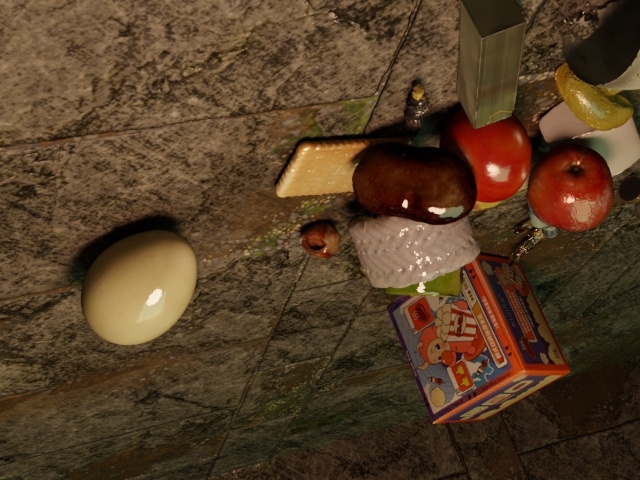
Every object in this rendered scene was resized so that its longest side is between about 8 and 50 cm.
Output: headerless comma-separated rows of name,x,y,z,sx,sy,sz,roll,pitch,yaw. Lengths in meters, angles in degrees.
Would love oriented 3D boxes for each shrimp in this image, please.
shrimp,0.517,-0.003,2.430,0.147,0.035,0.195,3,136,-48

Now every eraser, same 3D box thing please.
eraser,0.570,-0.213,1.986,0.174,0.095,0.270,-23,155,18

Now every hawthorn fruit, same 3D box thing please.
hawthorn fruit,0.498,-0.107,1.889,0.172,0.173,0.173,-17,155,-8

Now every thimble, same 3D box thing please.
thimble,0.187,-0.010,1.940,0.245,0.157,0.217,-15,-169,23

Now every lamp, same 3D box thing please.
lamp,0.836,-0.099,2.405,0.214,0.121,0.121,22,133,-37

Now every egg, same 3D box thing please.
egg,-0.332,0.084,1.768,0.253,0.189,0.188,-40,150,23

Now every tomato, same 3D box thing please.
tomato,0.303,-0.160,1.776,0.136,0.195,0.195,-25,158,-22

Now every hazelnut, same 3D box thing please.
hazelnut,0.000,0.000,2.001,0.086,0.086,0.086,-17,155,-8

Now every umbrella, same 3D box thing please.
umbrella,0.170,-0.231,1.703,0.040,0.037,0.144,-5,157,-2

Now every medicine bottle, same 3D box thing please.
medicine bottle,0.546,-0.069,2.291,0.090,0.054,0.208,-24,149,4

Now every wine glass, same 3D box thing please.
wine glass,0.577,-0.347,1.613,0.356,0.191,0.190,-4,150,-31

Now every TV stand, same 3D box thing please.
TV stand,0.280,-0.299,1.589,0.082,0.088,0.269,-21,155,-4

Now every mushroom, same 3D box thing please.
mushroom,0.188,-0.104,1.783,0.226,0.148,0.217,19,-175,14

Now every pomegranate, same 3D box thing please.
pomegranate,0.218,0.052,2.197,0.189,0.159,0.240,4,174,-29

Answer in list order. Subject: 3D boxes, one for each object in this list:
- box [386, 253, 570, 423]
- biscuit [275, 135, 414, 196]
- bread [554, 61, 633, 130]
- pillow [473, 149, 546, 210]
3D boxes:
box,0.406,0.261,2.516,0.256,0.349,0.318,8,144,-46
biscuit,0.046,-0.142,1.794,0.249,0.030,0.160,-7,150,-28
bread,0.535,-0.281,1.777,0.149,0.065,0.187,-39,116,15
pillow,0.382,-0.122,2.019,0.233,0.086,0.214,-21,172,-37
